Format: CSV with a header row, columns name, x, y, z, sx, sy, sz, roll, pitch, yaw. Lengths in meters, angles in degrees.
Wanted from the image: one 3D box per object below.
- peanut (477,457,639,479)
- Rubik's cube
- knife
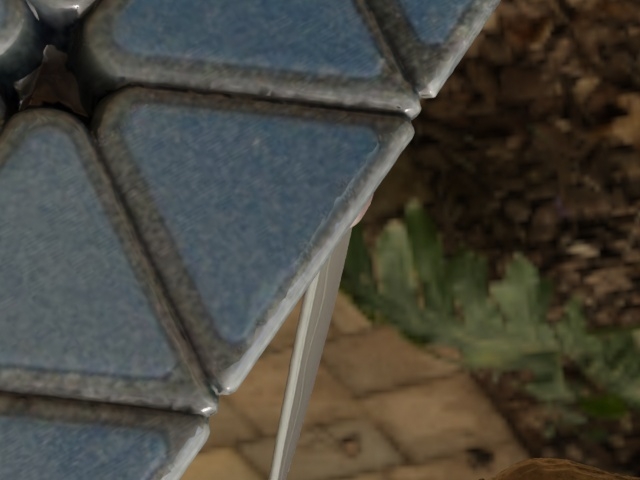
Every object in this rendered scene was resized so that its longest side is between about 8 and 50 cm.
name,x,y,z,sx,sy,sz,roll,pitch,yaw
peanut,0.199,0.196,1.155,0.206,0.087,0.087,6,148,16
Rubik's cube,-0.086,-0.034,0.543,0.228,0.233,0.228,-16,120,-48
knife,0.001,-0.002,0.798,0.043,0.081,0.336,20,130,8
